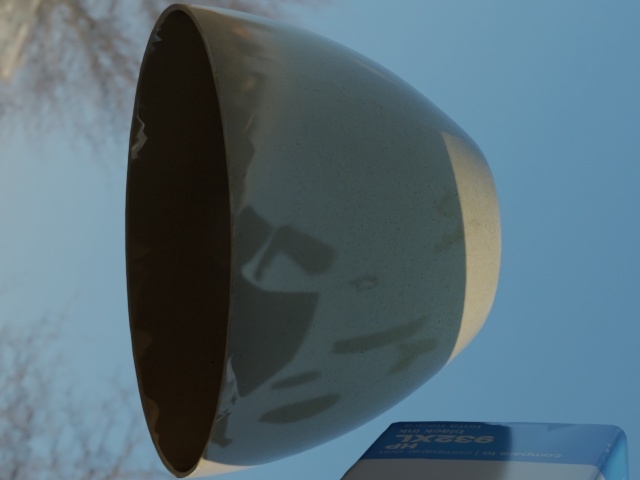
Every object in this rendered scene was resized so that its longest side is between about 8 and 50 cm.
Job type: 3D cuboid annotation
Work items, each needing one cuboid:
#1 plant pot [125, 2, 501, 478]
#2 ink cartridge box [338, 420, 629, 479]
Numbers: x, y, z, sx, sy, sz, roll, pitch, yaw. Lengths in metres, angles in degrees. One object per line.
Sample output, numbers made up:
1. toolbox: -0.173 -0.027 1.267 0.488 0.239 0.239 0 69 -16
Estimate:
1. plant pot: 0.000 0.000 1.084 0.284 0.191 0.284 180 -90 -73
2. ink cartridge box: 0.053 0.227 0.763 0.307 0.129 0.223 -31 120 -69
